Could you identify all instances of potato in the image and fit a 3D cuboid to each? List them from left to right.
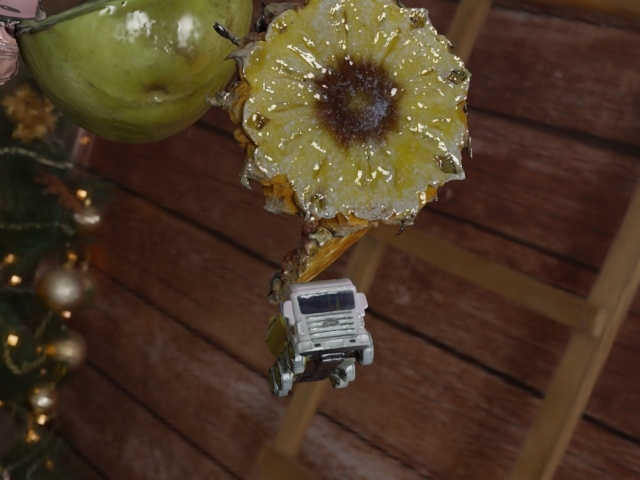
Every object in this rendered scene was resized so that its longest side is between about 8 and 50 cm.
[{"bbox_3d":[-0.220,-0.211,1.318,0.330,0.212,0.280,-19,16,4],"label":"potato"}]

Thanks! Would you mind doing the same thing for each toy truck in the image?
[{"bbox_3d":[-0.012,0.112,1.243,0.098,0.114,0.227,-6,-17,-13],"label":"toy truck"}]

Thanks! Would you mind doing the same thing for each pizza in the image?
[{"bbox_3d":[0.000,0.000,1.507,0.053,0.201,0.193,50,-16,9],"label":"pizza"}]

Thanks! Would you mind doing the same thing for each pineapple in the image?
[{"bbox_3d":[0.019,-0.103,0.789,0.221,0.221,0.047,16,-13,-17],"label":"pineapple"}]

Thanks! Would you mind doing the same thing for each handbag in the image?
[{"bbox_3d":[-0.521,-0.334,1.613,0.179,0.116,0.205,18,26,-26],"label":"handbag"}]
